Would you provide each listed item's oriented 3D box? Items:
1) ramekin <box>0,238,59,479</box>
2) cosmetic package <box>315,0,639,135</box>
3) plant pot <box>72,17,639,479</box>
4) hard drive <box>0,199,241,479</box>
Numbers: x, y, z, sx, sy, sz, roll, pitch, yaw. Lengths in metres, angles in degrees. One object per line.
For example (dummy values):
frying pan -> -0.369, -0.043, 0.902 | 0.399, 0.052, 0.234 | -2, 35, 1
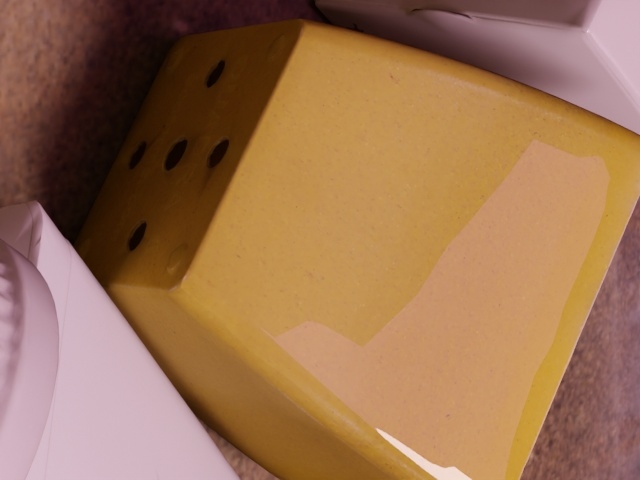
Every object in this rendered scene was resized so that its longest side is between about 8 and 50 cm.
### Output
ramekin -> -0.212, 0.066, 0.757 | 0.109, 0.207, 0.207 | 37, 72, -35
cosmetic package -> 0.179, -0.234, 1.094 | 0.155, 0.197, 0.365 | 42, 71, -44
plant pot -> 0.000, 0.000, 0.965 | 0.187, 0.212, 0.212 | 31, 76, -26
hard drive -> -0.090, 0.153, 0.914 | 0.307, 0.040, 0.203 | 60, 24, -47
